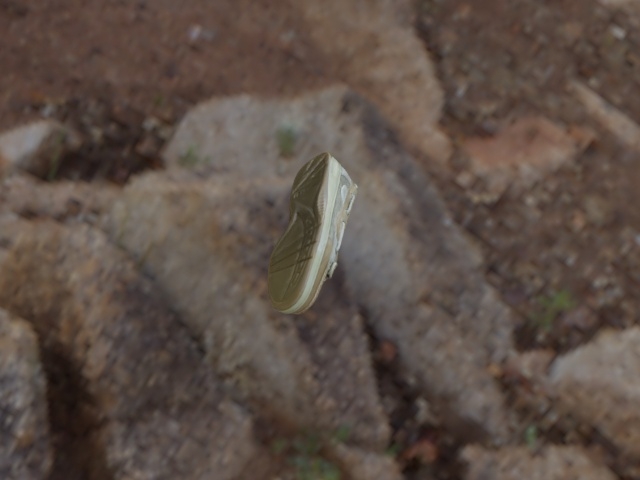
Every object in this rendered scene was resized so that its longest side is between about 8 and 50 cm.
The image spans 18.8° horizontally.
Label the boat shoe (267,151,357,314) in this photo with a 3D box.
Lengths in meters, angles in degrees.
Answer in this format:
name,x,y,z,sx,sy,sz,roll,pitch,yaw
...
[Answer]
name,x,y,z,sx,sy,sz,roll,pitch,yaw
boat shoe,-0.001,0.000,1.486,0.048,0.056,0.153,40,39,-28
